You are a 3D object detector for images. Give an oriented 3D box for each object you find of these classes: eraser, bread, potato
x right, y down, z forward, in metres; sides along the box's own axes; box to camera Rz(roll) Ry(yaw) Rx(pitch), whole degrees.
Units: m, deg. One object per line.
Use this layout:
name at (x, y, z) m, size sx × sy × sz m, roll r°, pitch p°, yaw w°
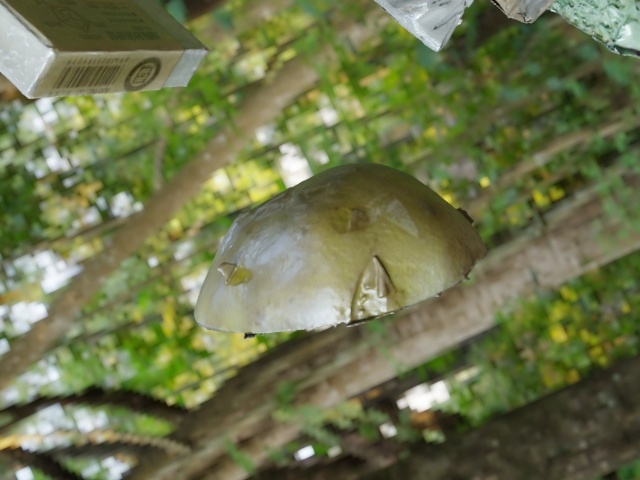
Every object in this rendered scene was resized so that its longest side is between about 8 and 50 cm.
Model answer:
eraser at (-0.294, -0.257, 2.174) m, size 0.144 × 0.078 × 0.343 m, roll 44°, pitch -155°, yaw 19°
bread at (0.265, -0.237, 1.592) m, size 0.172 × 0.064 × 0.232 m, roll 23°, pitch -160°, yaw 0°
potato at (0.000, 0.000, 1.606) m, size 0.239 × 0.299 × 0.116 m, roll -43°, pitch -62°, yaw -48°

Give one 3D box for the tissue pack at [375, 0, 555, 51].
tissue pack at (0.071, -0.321, 1.391) m, size 0.305 × 0.238 × 0.238 m, roll 47°, pitch 179°, yaw 21°
